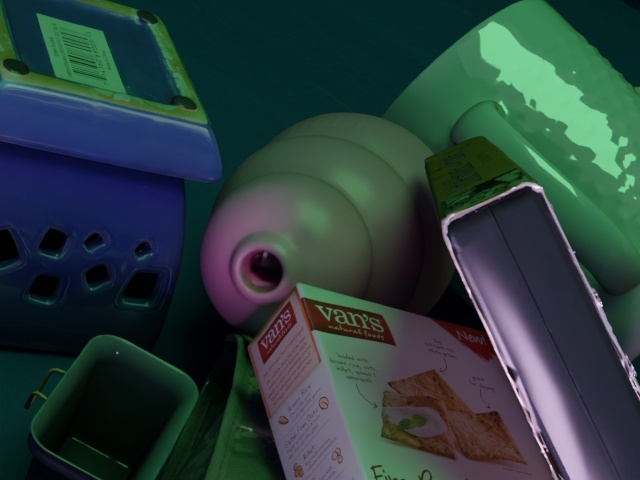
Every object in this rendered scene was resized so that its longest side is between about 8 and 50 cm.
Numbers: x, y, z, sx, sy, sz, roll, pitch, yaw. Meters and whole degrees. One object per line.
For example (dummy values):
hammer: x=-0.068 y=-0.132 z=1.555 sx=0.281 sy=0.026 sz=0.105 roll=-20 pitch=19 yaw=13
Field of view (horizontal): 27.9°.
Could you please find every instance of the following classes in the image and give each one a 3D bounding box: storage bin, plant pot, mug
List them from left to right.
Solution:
plant pot: x=-0.219 y=-0.068 z=1.004 sx=0.236 sy=0.212 sz=0.236 roll=12 pitch=34 yaw=-32
storage bin: x=-0.156 y=0.140 z=0.861 sx=0.098 sy=0.091 sz=0.135 roll=29 pitch=28 yaw=-2
mug: x=0.226 y=-0.037 z=1.258 sx=0.328 sy=0.276 sz=0.374 roll=48 pitch=8 yaw=13

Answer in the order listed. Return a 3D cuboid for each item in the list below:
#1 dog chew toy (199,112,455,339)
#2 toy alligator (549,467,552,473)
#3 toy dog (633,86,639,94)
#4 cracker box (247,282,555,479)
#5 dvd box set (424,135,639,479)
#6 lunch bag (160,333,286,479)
dog chew toy: x=0.000 y=0.000 z=1.058 sx=0.206 sy=0.206 sz=0.332 roll=35 pitch=14 yaw=9
toy alligator: x=0.145 y=0.206 z=1.077 sx=0.189 sy=0.056 sz=0.051 roll=17 pitch=73 yaw=-23
toy dog: x=0.474 y=-0.019 z=1.494 sx=0.395 sy=0.284 sz=0.408 roll=13 pitch=35 yaw=-27
cracker box: x=0.061 y=0.140 z=0.747 sx=0.155 sy=0.067 sz=0.232 roll=16 pitch=35 yaw=-33
dvd box set: x=0.161 y=0.085 z=0.862 sx=0.307 sy=0.062 sz=0.420 roll=64 pitch=7 yaw=-5
lunch bag: x=0.012 y=0.189 z=0.862 sx=0.235 sy=0.169 sz=0.287 roll=30 pitch=26 yaw=-8
